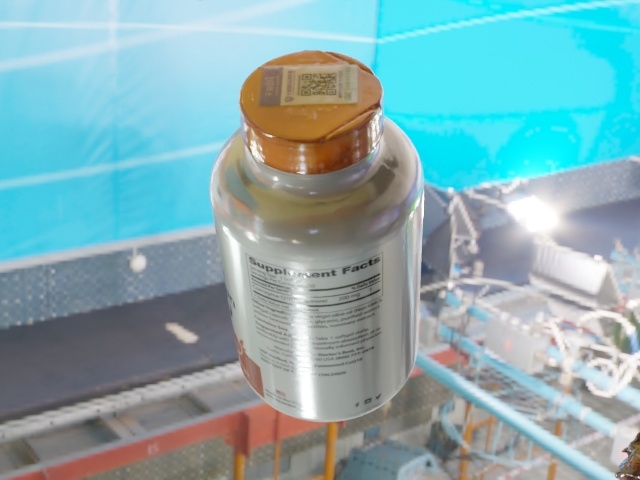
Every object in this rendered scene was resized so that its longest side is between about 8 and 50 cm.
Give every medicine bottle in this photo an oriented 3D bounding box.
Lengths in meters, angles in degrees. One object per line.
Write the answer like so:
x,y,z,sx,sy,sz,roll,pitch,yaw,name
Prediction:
0.000,0.000,0.749,0.156,0.289,0.157,-2,-134,2,medicine bottle

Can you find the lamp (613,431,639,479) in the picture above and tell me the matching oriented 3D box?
0.541,0.344,1.452,0.223,0.215,0.151,12,-134,19,lamp
